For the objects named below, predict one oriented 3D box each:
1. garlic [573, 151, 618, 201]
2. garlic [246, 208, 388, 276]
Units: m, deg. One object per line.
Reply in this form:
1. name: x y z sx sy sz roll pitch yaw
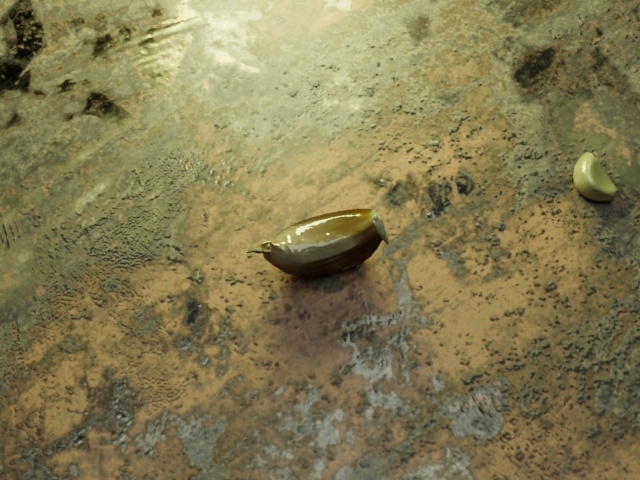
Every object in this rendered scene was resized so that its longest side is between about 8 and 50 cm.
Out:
1. garlic: 0.416 -0.092 1.360 0.053 0.041 0.083 -30 77 -27
2. garlic: -0.010 0.003 1.264 0.198 0.128 0.091 -8 82 -7
